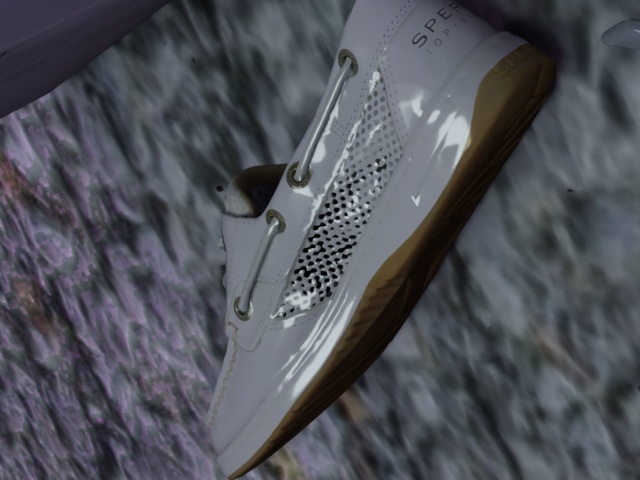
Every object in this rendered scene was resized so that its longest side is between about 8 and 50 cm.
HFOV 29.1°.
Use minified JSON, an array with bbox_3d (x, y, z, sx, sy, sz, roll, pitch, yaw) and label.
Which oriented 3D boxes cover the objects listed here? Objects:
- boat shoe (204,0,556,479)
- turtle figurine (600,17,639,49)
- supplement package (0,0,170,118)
[{"bbox_3d":[0.000,0.000,0.563,0.096,0.098,0.277,40,127,12],"label":"boat shoe"},{"bbox_3d":[0.218,0.042,0.333,0.266,0.198,0.275,-24,105,42],"label":"turtle figurine"},{"bbox_3d":[-0.173,-0.131,0.540,0.203,0.194,0.149,-23,101,46],"label":"supplement package"}]
